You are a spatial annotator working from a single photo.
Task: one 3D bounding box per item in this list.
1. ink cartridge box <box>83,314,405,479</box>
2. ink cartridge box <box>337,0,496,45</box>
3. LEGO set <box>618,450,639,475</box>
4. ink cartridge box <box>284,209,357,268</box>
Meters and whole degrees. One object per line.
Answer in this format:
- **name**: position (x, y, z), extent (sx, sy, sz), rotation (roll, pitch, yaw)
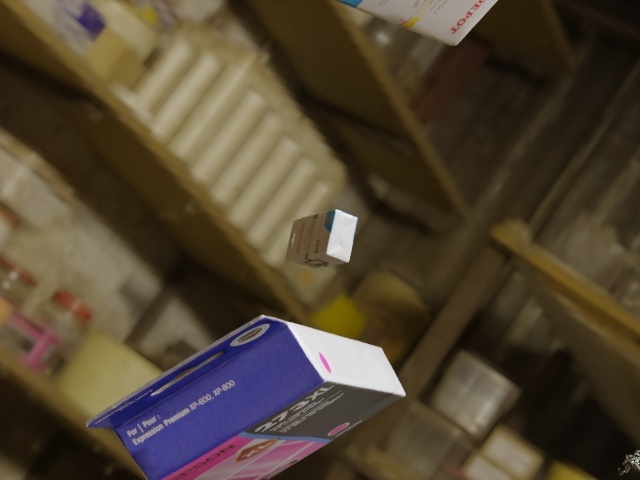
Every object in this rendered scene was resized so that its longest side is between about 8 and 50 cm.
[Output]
- **ink cartridge box**: position (-0.053, 0.145, 1.583), extent (0.069, 0.176, 0.371), rotation (61, 11, 17)
- **ink cartridge box**: position (0.101, -0.359, 2.070), extent (0.232, 0.171, 0.168), rotation (15, 38, -46)
- **LEGO set**: position (0.393, 0.273, 2.282), extent (0.023, 0.054, 0.083), rotation (64, -11, 3)
- **ink cartridge box**: position (0.000, 0.000, 1.817), extent (0.028, 0.048, 0.083), rotation (20, -16, -28)
